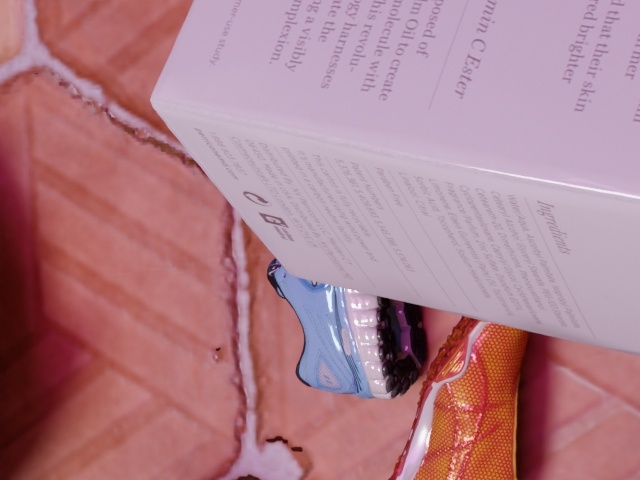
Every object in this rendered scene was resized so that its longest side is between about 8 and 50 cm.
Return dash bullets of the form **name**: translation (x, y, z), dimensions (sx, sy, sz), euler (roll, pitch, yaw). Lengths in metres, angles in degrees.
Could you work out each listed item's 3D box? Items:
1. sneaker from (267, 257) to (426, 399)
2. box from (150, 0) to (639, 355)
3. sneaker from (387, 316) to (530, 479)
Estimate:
- **sneaker**: translation (0.000, 0.000, 0.912), dimensions (0.073, 0.063, 0.162), euler (-8, 88, 29)
- **box**: translation (0.145, -0.078, 0.741), dimensions (0.345, 0.168, 0.215), euler (13, 70, 25)
- **sneaker**: translation (0.074, 0.095, 0.890), dimensions (0.067, 0.064, 0.175), euler (20, 106, 3)
